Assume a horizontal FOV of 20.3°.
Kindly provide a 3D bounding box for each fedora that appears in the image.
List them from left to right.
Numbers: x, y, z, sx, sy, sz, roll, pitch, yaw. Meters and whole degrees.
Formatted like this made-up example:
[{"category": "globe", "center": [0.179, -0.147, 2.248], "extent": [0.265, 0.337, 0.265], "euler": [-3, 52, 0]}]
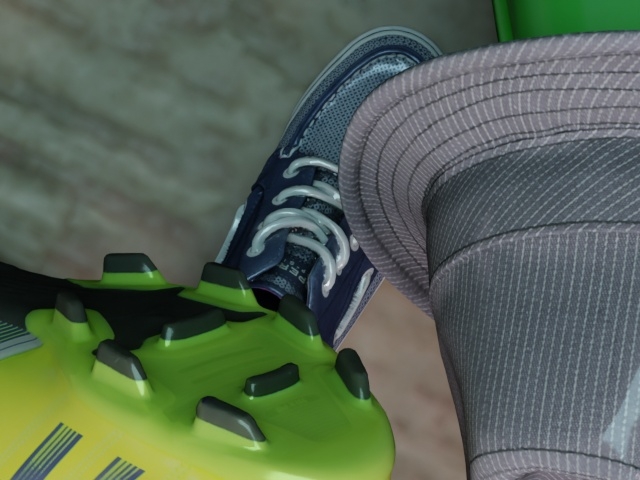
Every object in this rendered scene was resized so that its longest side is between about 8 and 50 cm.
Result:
[{"category": "fedora", "center": [0.121, 0.056, 0.598], "extent": [0.244, 0.275, 0.124], "euler": [-1, 62, 32]}]

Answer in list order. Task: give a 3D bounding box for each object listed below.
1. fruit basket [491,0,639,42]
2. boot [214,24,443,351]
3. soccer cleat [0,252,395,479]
[{"category": "fruit basket", "center": [0.239, -0.134, 0.639], "extent": [0.392, 0.392, 0.283], "euler": [-4, 53, -1]}, {"category": "boot", "center": [0.000, 0.000, 0.691], "extent": [0.069, 0.086, 0.190], "euler": [25, 87, 0]}, {"category": "soccer cleat", "center": [-0.091, 0.067, 0.633], "extent": [0.289, 0.093, 0.121], "euler": [12, 110, 37]}]
